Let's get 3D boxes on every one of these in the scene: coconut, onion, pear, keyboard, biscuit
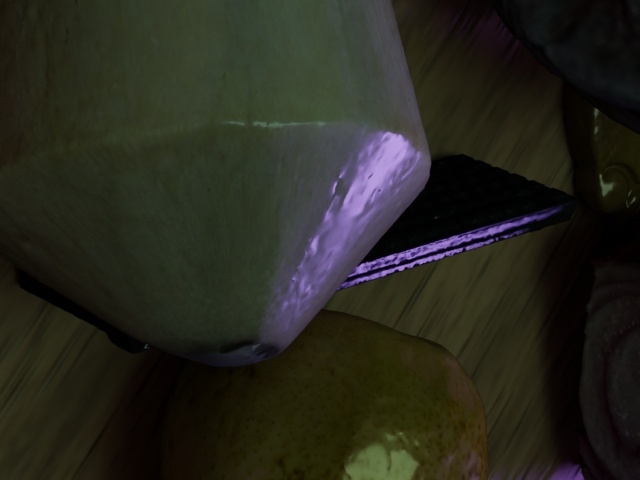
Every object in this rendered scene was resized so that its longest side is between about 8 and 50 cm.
[{"bbox_3d":[-0.057,-0.053,0.830,0.202,0.202,0.222,11,63,-44],"label":"coconut"},{"bbox_3d":[0.286,0.083,1.186,0.207,0.206,0.216,-33,134,-41],"label":"onion"},{"bbox_3d":[-0.003,0.118,0.962,0.178,0.178,0.178,-11,107,-41],"label":"pear"},{"bbox_3d":[0.000,0.000,0.985,0.309,0.101,0.018,-15,119,-40],"label":"keyboard"},{"bbox_3d":[0.234,-0.121,1.223,0.249,0.035,0.184,-50,128,-23],"label":"biscuit"}]

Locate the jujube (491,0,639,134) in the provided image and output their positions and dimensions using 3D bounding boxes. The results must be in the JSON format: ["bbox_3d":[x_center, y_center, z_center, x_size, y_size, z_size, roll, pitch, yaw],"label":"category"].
[{"bbox_3d":[0.221,-0.188,1.028,0.246,0.308,0.215,48,38,-3],"label":"jujube"}]
